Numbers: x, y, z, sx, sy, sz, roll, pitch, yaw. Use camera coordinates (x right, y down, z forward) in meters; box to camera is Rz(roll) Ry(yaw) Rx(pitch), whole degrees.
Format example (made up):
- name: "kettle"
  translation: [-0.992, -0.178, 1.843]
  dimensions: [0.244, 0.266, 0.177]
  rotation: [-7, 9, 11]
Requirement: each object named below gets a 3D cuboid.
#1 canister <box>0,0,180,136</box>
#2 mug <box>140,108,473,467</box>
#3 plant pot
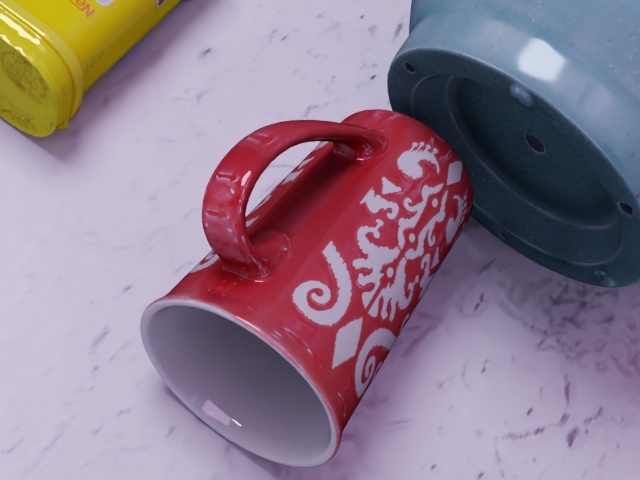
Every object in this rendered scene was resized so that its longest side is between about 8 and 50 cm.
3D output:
- name: "canister"
  translation: [-0.148, -0.158, 0.584]
  dimensions: [0.126, 0.073, 0.170]
  rotation: [35, 57, 2]
- name: "mug"
  translation: [0.008, 0.007, 0.511]
  dimensions: [0.113, 0.150, 0.169]
  rotation: [34, 54, 9]
- name: "plant pot"
  translation: [0.161, -0.100, 0.549]
  dimensions: [0.293, 0.293, 0.196]
  rotation: [43, 76, 6]
